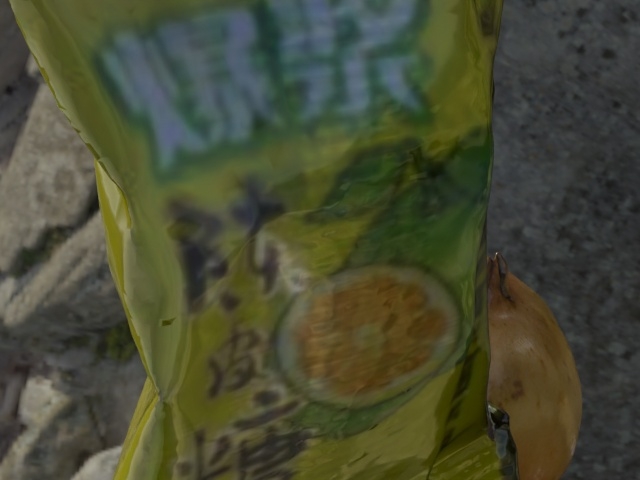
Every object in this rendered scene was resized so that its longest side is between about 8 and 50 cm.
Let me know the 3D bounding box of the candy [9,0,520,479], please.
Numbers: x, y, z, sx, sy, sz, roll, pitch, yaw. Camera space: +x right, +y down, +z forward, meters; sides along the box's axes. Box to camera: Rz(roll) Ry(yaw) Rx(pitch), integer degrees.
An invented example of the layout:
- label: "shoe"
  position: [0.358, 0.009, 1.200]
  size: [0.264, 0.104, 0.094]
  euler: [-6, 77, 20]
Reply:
- label: "candy"
  position: [0.000, 0.000, 0.369]
  size: [0.081, 0.187, 0.297]
  euler: [31, 132, 53]

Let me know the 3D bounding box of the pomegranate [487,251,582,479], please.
- label: "pomegranate"
  position: [0.072, 0.098, 0.804]
  size: [0.209, 0.209, 0.209]
  euler: [-13, 69, 39]
